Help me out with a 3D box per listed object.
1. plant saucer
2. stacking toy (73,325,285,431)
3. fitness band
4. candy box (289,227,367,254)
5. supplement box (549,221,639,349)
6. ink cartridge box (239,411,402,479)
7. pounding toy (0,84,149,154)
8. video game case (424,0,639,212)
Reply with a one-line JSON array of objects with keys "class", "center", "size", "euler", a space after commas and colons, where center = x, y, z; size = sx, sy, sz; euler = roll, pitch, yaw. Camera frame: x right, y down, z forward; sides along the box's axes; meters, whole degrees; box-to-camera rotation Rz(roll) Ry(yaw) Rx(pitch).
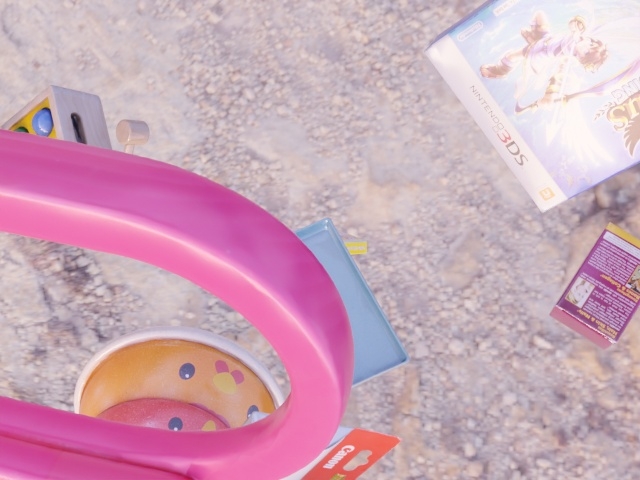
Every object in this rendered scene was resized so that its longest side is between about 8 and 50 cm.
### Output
[{"class": "plant saucer", "center": [0.017, 0.059, 0.929], "size": [0.067, 0.192, 0.018], "euler": [-23, 142, -7]}, {"class": "stacking toy", "center": [-0.236, 0.386, 1.393], "size": [0.350, 0.351, 0.480], "euler": [42, 25, -20]}, {"class": "fitness band", "center": [-0.129, 0.046, 0.457], "size": [0.291, 0.209, 0.054], "euler": [10, 37, 5]}, {"class": "candy box", "center": [0.000, 0.000, 1.718], "size": [0.105, 0.206, 0.027], "euler": [-1, 98, -17]}, {"class": "supplement box", "center": [0.228, 0.037, 0.761], "size": [0.055, 0.043, 0.083], "euler": [34, 81, 12]}, {"class": "ink cartridge box", "center": [-0.020, 0.249, 1.049], "size": [0.179, 0.145, 0.045], "euler": [16, 49, -20]}, {"class": "pounding toy", "center": [-0.329, -0.115, 1.288], "size": [0.094, 0.206, 0.181], "euler": [5, 63, -51]}, {"class": "video game case", "center": [0.293, -0.192, 1.068], "size": [0.244, 0.270, 0.061], "euler": [51, 37, -10]}]
